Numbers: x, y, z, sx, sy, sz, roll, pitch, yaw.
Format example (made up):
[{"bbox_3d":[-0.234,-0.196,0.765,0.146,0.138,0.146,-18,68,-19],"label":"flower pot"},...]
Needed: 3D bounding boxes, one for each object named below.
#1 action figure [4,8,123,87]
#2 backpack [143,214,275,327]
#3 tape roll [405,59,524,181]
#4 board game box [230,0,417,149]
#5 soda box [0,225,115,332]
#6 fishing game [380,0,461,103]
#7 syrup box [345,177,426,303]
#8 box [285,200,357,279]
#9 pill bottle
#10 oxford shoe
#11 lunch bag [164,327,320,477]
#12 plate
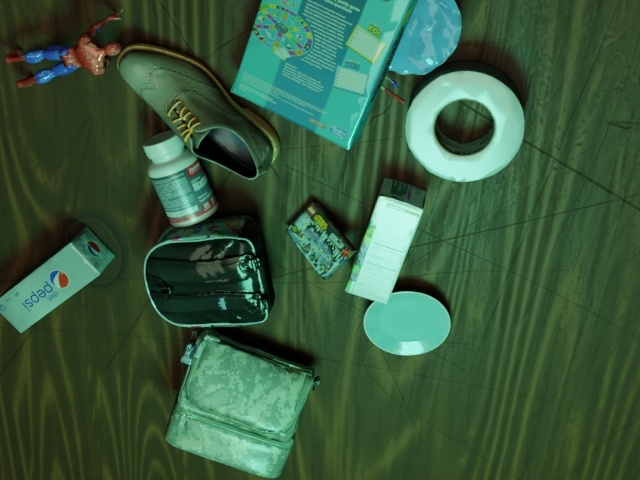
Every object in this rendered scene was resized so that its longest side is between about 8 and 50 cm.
[{"bbox_3d":[-0.470,-0.369,1.627,0.280,0.139,0.091,1,124,35],"label":"action figure"},{"bbox_3d":[-0.233,0.064,1.747,0.253,0.191,0.225,-7,115,6],"label":"backpack"},{"bbox_3d":[0.270,-0.223,1.569,0.219,0.072,0.219,4,118,8],"label":"tape roll"},{"bbox_3d":[0.010,-0.371,1.511,0.253,0.079,0.336,27,120,7],"label":"board game box"},{"bbox_3d":[-0.603,0.090,1.887,0.286,0.091,0.098,-34,106,24],"label":"soda box"},{"bbox_3d":[0.162,-0.393,1.512,0.189,0.041,0.264,35,118,4],"label":"fishing game"},{"bbox_3d":[0.133,0.002,1.703,0.096,0.093,0.237,18,120,1],"label":"syrup box"},{"bbox_3d":[0.000,0.000,1.730,0.094,0.027,0.137,-46,73,27],"label":"box"},{"bbox_3d":[-0.289,-0.128,1.702,0.108,0.108,0.180,-13,115,17],"label":"pill bottle"},{"bbox_3d":[-0.241,-0.249,1.613,0.363,0.133,0.130,33,119,-8],"label":"oxford shoe"},{"bbox_3d":[-0.181,0.355,1.898,0.305,0.212,0.256,21,103,-2],"label":"lunch bag"},{"bbox_3d":[0.188,0.175,1.816,0.188,0.024,0.188,3,127,4],"label":"plate"}]
